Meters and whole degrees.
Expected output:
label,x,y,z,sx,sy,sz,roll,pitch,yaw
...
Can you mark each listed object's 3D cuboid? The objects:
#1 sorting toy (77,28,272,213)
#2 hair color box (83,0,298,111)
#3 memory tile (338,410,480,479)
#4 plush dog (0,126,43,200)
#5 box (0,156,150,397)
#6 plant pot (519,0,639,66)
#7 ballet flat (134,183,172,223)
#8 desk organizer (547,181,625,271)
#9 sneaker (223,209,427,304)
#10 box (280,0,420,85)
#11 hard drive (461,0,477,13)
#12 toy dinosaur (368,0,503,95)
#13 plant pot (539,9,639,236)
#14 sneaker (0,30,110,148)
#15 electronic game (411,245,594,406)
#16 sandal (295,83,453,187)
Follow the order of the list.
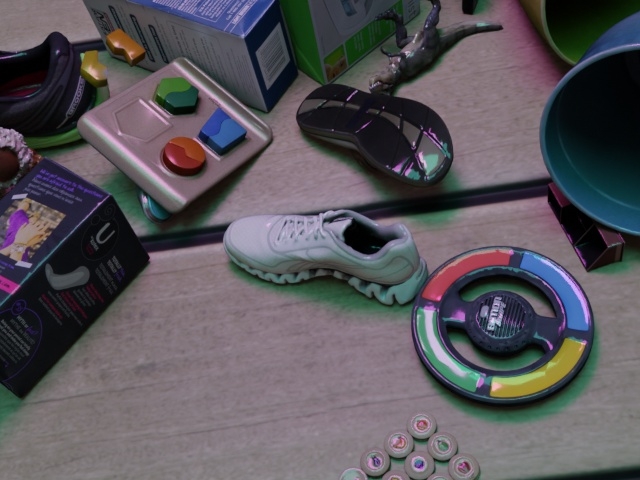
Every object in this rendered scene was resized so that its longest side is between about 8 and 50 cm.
label,x,y,z,sx,sy,sz,roll,pitch,yaw
sorting toy,-0.251,-0.202,1.335,0.307,0.041,0.229,40,55,9
hair color box,-0.219,-0.350,1.437,0.347,0.174,0.105,23,64,23
memory tile,0.104,0.280,1.043,0.148,0.012,0.113,-37,57,-14
plush dog,-0.533,-0.078,1.283,0.262,0.225,0.210,-42,66,-3
box,-0.395,0.049,1.204,0.143,0.165,0.270,28,65,27
plant pot,0.396,-0.451,1.357,0.275,0.274,0.293,-22,40,-4
ballet flat,-0.254,-0.105,1.353,0.068,0.072,0.213,-20,49,31
desk organizer,0.357,-0.026,1.183,0.050,0.047,0.130,-19,55,0
sneaker,0.000,0.000,1.193,0.292,0.118,0.110,8,60,18
box,0.032,-0.424,1.387,0.231,0.262,0.127,-39,59,-17
hard drive,0.265,-0.461,1.467,0.022,0.094,0.135,15,60,16
toy dinosaur,0.162,-0.331,1.402,0.268,0.118,0.064,-33,15,-15
plant pot,0.449,-0.186,1.122,0.272,0.271,0.255,16,45,21
sneaker,-0.589,-0.214,1.398,0.483,0.202,0.185,-23,54,-5
electronic game,0.230,0.104,1.117,0.229,0.048,0.229,-5,56,8
sandal,0.086,-0.156,1.308,0.120,0.086,0.303,-45,45,-13
